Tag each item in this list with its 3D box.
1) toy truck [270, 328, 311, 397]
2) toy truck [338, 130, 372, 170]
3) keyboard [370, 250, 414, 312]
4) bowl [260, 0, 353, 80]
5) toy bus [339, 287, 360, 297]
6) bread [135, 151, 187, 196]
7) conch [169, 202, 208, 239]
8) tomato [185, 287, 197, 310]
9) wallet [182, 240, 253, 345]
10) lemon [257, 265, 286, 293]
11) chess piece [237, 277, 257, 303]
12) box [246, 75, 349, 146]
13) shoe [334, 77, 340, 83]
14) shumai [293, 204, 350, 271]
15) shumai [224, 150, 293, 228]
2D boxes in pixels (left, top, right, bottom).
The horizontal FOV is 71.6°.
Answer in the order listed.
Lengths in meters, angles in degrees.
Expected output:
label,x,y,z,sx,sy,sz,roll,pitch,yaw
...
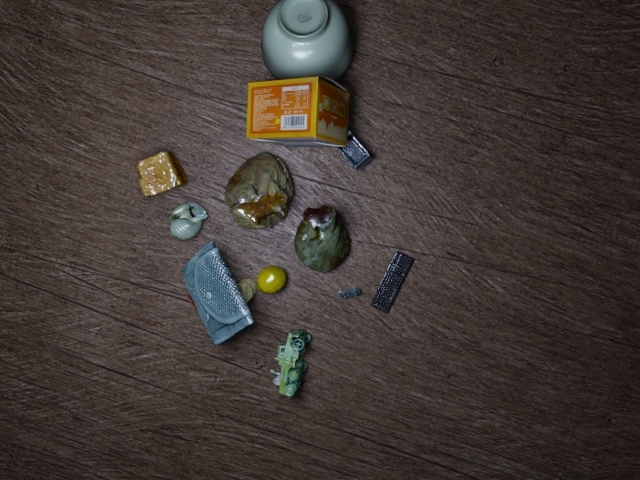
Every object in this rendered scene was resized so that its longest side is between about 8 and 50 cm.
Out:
label,x,y,z,sx,sy,sz,roll,pitch,yaw
toy truck,-0.126,0.483,1.783,0.135,0.128,0.259,14,96,14
toy truck,0.108,-0.364,1.715,0.083,0.092,0.192,-42,92,5
keyboard,0.288,0.168,1.794,0.087,0.017,0.250,26,96,-2
bowl,-0.054,-0.753,1.598,0.354,0.185,0.353,-1,79,3
toy bus,0.118,0.211,1.792,0.083,0.037,0.031,-10,96,3
bread,-0.618,-0.256,1.717,0.158,0.149,0.143,-18,98,3
conch,-0.530,-0.072,1.753,0.153,0.102,0.135,-33,81,-29
tomato,-0.443,0.193,1.777,0.166,0.082,0.174,-18,87,18
wallet,-0.395,0.200,1.643,0.237,0.075,0.342,-37,75,35
lemon,-0.195,0.156,1.760,0.133,0.109,0.109,-37,93,8
chess piece,-0.302,0.206,1.721,0.090,0.200,0.090,0,94,1
box,-0.077,-0.452,1.584,0.284,0.259,0.213,7,98,27
shoe,-0.018,-0.607,1.705,0.195,0.078,0.079,-18,94,7
shumai,0.000,0.000,1.698,0.222,0.203,0.271,-13,98,4
shumai,-0.240,-0.188,1.658,0.267,0.262,0.314,15,94,-1
